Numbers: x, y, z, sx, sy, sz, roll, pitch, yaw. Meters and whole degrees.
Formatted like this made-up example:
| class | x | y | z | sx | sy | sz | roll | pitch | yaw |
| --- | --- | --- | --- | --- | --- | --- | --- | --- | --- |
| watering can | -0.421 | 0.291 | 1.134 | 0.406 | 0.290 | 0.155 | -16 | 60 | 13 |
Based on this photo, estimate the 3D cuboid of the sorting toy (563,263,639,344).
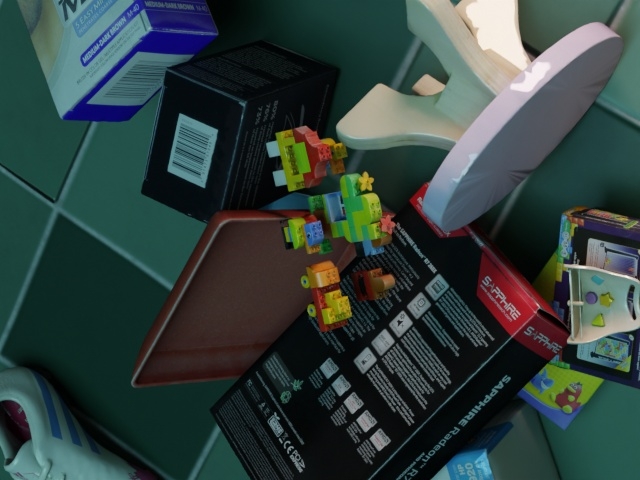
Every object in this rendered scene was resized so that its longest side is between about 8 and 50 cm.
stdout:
| class | x | y | z | sx | sy | sz | roll | pitch | yaw |
| --- | --- | --- | --- | --- | --- | --- | --- | --- | --- |
| sorting toy | 0.290 | 0.062 | 1.622 | 0.075 | 0.045 | 0.083 | 3 | 103 | 30 |

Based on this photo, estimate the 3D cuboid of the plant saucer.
| class | x | y | z | sx | sy | sz | roll | pitch | yaw |
| --- | --- | --- | --- | --- | --- | --- | --- | --- | --- |
| plant saucer | -0.067 | 0.053 | 1.778 | 0.048 | 0.258 | 0.259 | 57 | 131 | 32 |

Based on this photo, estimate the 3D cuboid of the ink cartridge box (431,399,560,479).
| class | x | y | z | sx | sy | sz | roll | pitch | yaw |
| --- | --- | --- | --- | --- | --- | --- | --- | --- | --- |
| ink cartridge box | 0.138 | 0.302 | 1.826 | 0.232 | 0.171 | 0.168 | -15 | 98 | 29 |

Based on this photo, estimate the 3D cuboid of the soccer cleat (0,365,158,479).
| class | x | y | z | sx | sy | sz | roll | pitch | yaw |
| --- | --- | --- | --- | --- | --- | --- | --- | --- | --- |
| soccer cleat | -0.328 | 0.306 | 2.067 | 0.331 | 0.143 | 0.116 | 43 | 119 | 7 |

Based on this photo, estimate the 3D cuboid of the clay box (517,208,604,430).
| class | x | y | z | sx | sy | sz | roll | pitch | yaw |
| --- | --- | --- | --- | --- | --- | --- | --- | --- | --- |
| clay box | 0.283 | 0.086 | 1.754 | 0.127 | 0.053 | 0.222 | 37 | 119 | 11 |

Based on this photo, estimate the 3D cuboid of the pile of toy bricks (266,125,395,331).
| class | x | y | z | sx | sy | sz | roll | pitch | yaw |
| --- | --- | --- | --- | --- | --- | --- | --- | --- | --- |
| pile of toy bricks | 0.031 | -0.020 | 1.651 | 0.105 | 0.118 | 0.212 | -8 | 97 | 50 |

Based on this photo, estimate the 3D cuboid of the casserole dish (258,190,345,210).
| class | x | y | z | sx | sy | sz | roll | pitch | yaw |
| --- | --- | --- | --- | --- | --- | --- | --- | --- | --- |
| casserole dish | 0.000 | 0.000 | 1.871 | 0.188 | 0.037 | 0.114 | 15 | 112 | 20 |

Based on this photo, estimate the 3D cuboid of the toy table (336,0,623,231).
| class | x | y | z | sx | sy | sz | roll | pitch | yaw |
| --- | --- | --- | --- | --- | --- | --- | --- | --- | --- |
| toy table | 0.160 | -0.153 | 1.644 | 0.161 | 0.274 | 0.252 | 40 | 153 | 20 |

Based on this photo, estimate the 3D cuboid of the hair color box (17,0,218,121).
| class | x | y | z | sx | sy | sz | roll | pitch | yaw |
| --- | --- | --- | --- | --- | --- | --- | --- | --- | --- |
| hair color box | -0.258 | -0.323 | 1.772 | 0.185 | 0.110 | 0.339 | -37 | 66 | 38 |

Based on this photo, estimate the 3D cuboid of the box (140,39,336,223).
| class | x | y | z | sx | sy | sz | roll | pitch | yaw |
| --- | --- | --- | --- | --- | --- | --- | --- | --- | --- |
| box | -0.088 | -0.123 | 1.773 | 0.108 | 0.207 | 0.153 | 24 | 114 | 21 |

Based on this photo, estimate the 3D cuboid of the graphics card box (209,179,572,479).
| class | x | y | z | sx | sy | sz | roll | pitch | yaw |
| --- | --- | --- | --- | --- | --- | --- | --- | --- | --- |
| graphics card box | 0.069 | 0.146 | 1.733 | 0.371 | 0.094 | 0.233 | -47 | 49 | 10 |

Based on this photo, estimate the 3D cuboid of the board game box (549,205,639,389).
| class | x | y | z | sx | sy | sz | roll | pitch | yaw |
| --- | --- | --- | --- | --- | --- | --- | --- | --- | --- |
| board game box | 0.314 | 0.061 | 1.659 | 0.141 | 0.048 | 0.170 | 15 | 111 | 33 |
